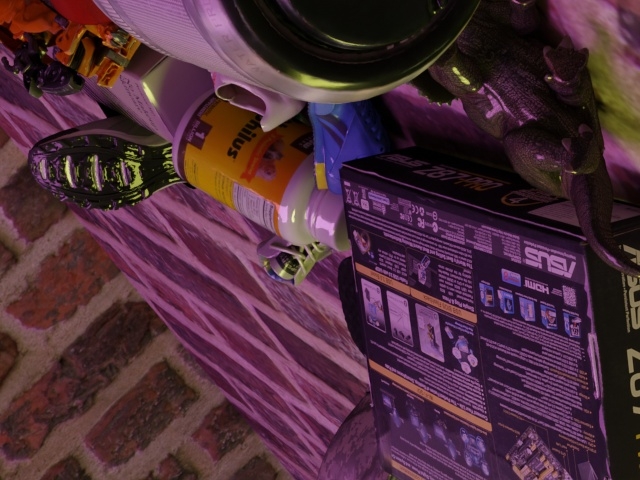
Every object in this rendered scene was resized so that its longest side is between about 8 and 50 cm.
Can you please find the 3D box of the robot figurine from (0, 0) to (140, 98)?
[{"bbox_3d":[-0.272,-0.265,1.756,0.085,0.211,0.291,30,-173,-44],"label":"robot figurine"}]

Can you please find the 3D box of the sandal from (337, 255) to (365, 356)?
[{"bbox_3d":[0.154,0.091,1.645,0.446,0.107,0.167,31,135,61],"label":"sandal"}]

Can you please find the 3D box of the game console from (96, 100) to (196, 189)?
[{"bbox_3d":[-0.282,-0.223,2.241,0.213,0.044,0.361,37,164,35],"label":"game console"}]

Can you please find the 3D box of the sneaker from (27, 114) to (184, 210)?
[{"bbox_3d":[-0.207,-0.109,1.888,0.108,0.272,0.100,-121,25,-54],"label":"sneaker"}]

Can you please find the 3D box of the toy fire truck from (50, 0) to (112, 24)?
[{"bbox_3d":[-0.287,-0.289,1.564,0.217,0.246,0.158,40,167,26],"label":"toy fire truck"}]

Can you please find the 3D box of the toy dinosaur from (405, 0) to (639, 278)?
[{"bbox_3d":[0.146,-0.098,1.136,0.313,0.121,0.160,39,179,11],"label":"toy dinosaur"}]

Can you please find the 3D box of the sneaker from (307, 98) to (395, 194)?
[{"bbox_3d":[0.032,-0.118,1.529,0.082,0.069,0.209,5,145,9],"label":"sneaker"}]

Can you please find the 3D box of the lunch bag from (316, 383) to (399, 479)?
[{"bbox_3d":[0.132,0.276,1.966,0.212,0.256,0.305,48,168,-10],"label":"lunch bag"}]

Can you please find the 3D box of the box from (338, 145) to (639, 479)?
[{"bbox_3d":[0.160,0.102,1.389,0.395,0.097,0.318,20,121,61],"label":"box"}]

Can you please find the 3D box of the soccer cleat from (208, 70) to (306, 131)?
[{"bbox_3d":[-0.094,-0.188,1.653,0.196,0.076,0.068,40,166,25],"label":"soccer cleat"}]

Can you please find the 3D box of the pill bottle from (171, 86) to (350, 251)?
[{"bbox_3d":[-0.044,-0.072,1.695,0.215,0.117,0.117,30,162,26],"label":"pill bottle"}]

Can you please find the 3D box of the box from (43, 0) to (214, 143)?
[{"bbox_3d":[-0.219,-0.209,1.836,0.275,0.094,0.113,30,156,48],"label":"box"}]

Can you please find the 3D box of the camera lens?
[{"bbox_3d":[-0.034,-0.213,1.040,0.219,0.219,0.274,53,166,-29],"label":"camera lens"}]

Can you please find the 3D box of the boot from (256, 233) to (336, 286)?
[{"bbox_3d":[0.000,0.000,1.829,0.095,0.123,0.258,46,168,-2],"label":"boot"}]

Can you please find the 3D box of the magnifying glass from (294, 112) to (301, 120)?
[{"bbox_3d":[-0.108,-0.195,1.798,0.231,0.026,0.092,40,166,29],"label":"magnifying glass"}]
